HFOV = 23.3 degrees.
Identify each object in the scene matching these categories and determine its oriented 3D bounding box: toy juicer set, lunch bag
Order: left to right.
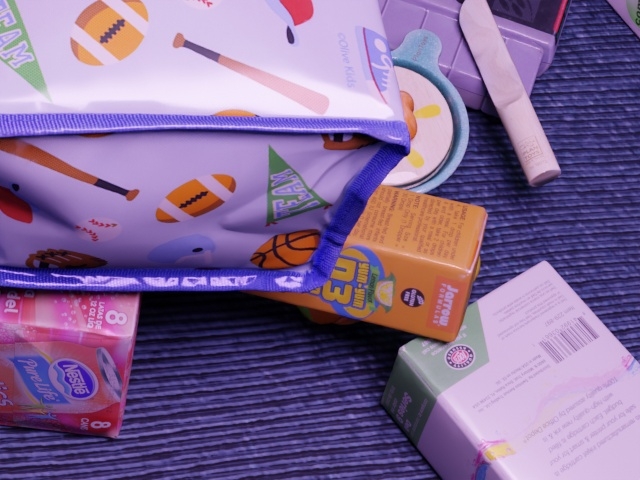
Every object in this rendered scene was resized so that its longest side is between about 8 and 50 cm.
[{"bbox_3d":[-0.176,-0.141,1.015,0.385,0.239,0.328,0,57,-20],"label":"lunch bag"},{"bbox_3d":[0.077,-0.064,1.251,0.329,0.089,0.209,-36,73,-18],"label":"toy juicer set"}]

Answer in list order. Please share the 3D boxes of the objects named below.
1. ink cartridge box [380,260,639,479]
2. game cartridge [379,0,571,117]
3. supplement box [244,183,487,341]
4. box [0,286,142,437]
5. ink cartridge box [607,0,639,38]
[{"bbox_3d":[0.172,0.145,1.160,0.154,0.093,0.212,-29,64,-27],"label":"ink cartridge box"},{"bbox_3d":[0.134,-0.289,1.443,0.230,0.068,0.355,17,59,7],"label":"game cartridge"},{"bbox_3d":[0.000,0.000,1.142,0.233,0.078,0.080,12,40,5],"label":"supplement box"},{"bbox_3d":[-0.196,-0.022,1.163,0.142,0.154,0.300,8,53,-6],"label":"box"},{"bbox_3d":[0.423,-0.239,1.412,0.197,0.198,0.270,-23,62,-24],"label":"ink cartridge box"}]
